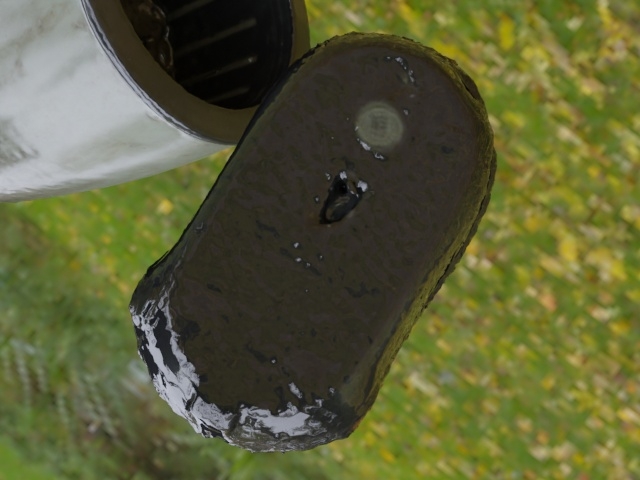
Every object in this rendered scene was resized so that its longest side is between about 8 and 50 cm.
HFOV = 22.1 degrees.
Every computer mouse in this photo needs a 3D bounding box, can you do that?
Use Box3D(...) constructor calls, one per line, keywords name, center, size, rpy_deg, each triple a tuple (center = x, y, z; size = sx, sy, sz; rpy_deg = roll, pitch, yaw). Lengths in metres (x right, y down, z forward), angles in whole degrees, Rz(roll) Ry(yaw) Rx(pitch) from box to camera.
Box3D(name="computer mouse", center=(0.000, 0.001, 1.142), size=(0.183, 0.323, 0.116), rpy_deg=(30, 162, 10))

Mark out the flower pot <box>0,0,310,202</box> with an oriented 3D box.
Box3D(name="flower pot", center=(-0.222, -0.177, 1.511), size=(0.330, 0.293, 0.293), rpy_deg=(-21, 123, 35))
